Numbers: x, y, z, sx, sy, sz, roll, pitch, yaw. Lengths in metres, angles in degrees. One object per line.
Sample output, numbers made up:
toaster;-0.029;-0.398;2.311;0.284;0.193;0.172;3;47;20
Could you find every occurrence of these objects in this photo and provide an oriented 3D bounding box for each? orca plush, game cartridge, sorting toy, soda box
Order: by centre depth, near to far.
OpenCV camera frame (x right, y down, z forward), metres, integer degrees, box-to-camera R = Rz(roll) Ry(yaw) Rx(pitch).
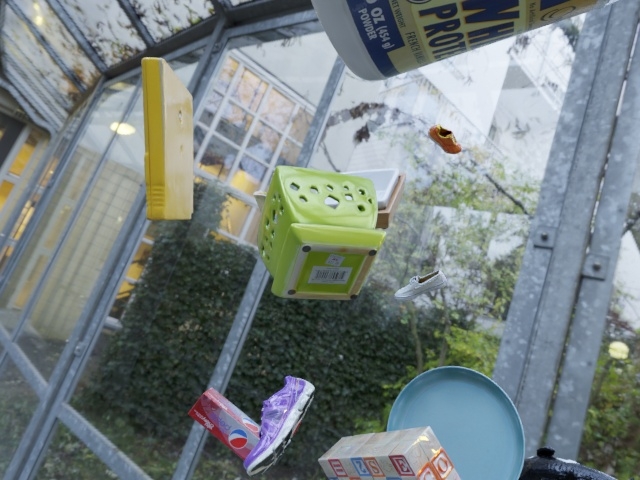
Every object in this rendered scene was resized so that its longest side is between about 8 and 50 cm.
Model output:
game cartridge;-0.341;-0.206;1.019;0.053;0.323;0.285;1;2;-5
orca plush;0.598;0.612;1.092;0.287;0.151;0.102;6;8;43
sorting toy;-0.146;-0.102;1.187;0.075;0.045;0.083;-118;-171;-63
soda box;-0.281;0.586;1.413;0.263;0.083;0.092;36;-2;7

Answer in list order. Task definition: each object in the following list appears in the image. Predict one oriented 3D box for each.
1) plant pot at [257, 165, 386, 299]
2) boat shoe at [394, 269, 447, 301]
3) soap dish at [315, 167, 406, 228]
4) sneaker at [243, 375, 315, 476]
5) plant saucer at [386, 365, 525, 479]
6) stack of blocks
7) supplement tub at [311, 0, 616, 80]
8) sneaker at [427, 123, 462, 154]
plant pot;0.000;0.000;0.950;0.229;0.207;0.227;4;-48;-19
boat shoe;0.179;0.080;0.818;0.100;0.035;0.035;-22;-69;22
soap dish;0.126;-0.133;1.493;0.291;0.228;0.118;0;-51;28
sneaker;-0.074;0.295;0.721;0.071;0.170;0.068;22;-45;17
plant saucer;0.303;0.451;1.024;0.318;0.317;0.044;10;-22;42
stack of blocks;0.141;0.487;0.901;0.171;0.087;0.297;59;-40;7
supplement tub;0.152;-0.299;0.399;0.317;0.228;0.228;-11;-26;23
sneaker;0.469;-0.367;1.640;0.175;0.064;0.067;21;-23;-34
